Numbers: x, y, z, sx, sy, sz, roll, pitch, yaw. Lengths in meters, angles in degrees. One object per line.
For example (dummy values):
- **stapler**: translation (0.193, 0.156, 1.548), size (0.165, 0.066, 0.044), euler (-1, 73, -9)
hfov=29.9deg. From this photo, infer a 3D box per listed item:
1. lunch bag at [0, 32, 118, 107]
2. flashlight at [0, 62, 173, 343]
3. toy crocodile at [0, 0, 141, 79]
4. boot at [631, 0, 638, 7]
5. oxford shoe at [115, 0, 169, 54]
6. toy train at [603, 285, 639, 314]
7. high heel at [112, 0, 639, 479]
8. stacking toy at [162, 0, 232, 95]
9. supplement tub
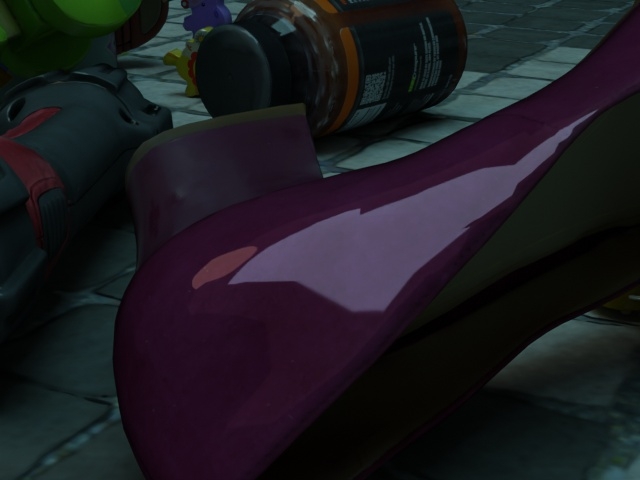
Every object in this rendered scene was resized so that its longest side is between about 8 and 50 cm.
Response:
- **lunch bag**: translation (-0.294, -0.145, 0.864), size (0.279, 0.108, 0.224), euler (-5, 20, -15)
- **flashlight**: translation (-0.152, -0.026, 0.567), size (0.103, 0.103, 0.304), euler (44, 12, -11)
- **toy crocodile**: translation (-0.212, -0.130, 0.693), size (0.340, 0.105, 0.115), euler (-31, 7, -26)
- **boot**: translation (0.318, -0.186, 0.814), size (0.283, 0.220, 0.109), euler (-14, 48, -33)
- **oxford shoe**: translation (-0.309, -0.213, 1.043), size (0.348, 0.123, 0.130), euler (-2, 14, -11)
- **toy train**: translation (0.182, 0.006, 0.552), size (0.125, 0.046, 0.166), euler (-8, 21, -24)
- **high heel**: translation (0.116, 0.001, 0.418), size (0.377, 0.127, 0.181), euler (-16, 39, -1)
- **stacking toy**: translation (-0.119, -0.228, 0.999), size (0.052, 0.221, 0.167), euler (-35, 5, 25)
- **supplement tub**: translation (0.008, -0.127, 0.833), size (0.106, 0.106, 0.198), euler (17, 25, 39)
